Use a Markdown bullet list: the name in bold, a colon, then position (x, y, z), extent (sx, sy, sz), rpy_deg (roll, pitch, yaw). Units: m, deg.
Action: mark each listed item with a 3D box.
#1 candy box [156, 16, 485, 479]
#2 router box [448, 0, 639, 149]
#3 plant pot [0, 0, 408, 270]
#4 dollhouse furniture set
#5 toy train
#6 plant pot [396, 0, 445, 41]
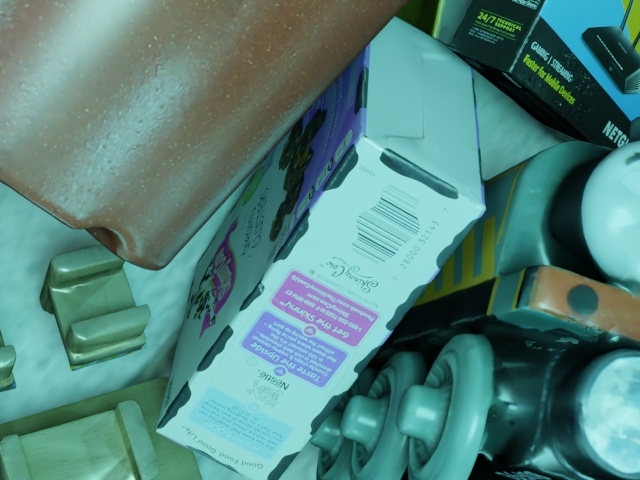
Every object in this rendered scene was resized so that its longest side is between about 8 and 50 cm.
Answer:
- **candy box**: position (0.000, 0.000, 0.766), extent (0.070, 0.165, 0.196), rpy_deg (28, 117, -13)
- **router box**: position (0.153, -0.125, 0.812), extent (0.046, 0.179, 0.133), rpy_deg (28, 91, 35)
- **plant pot**: position (-0.074, -0.148, 0.672), extent (0.272, 0.272, 0.265), rpy_deg (38, 91, -5)
- **dollhouse furniture set**: position (-0.189, 0.148, 0.809), extent (0.242, 0.161, 0.212), rpy_deg (-15, 76, -20)
- **toy train**: position (0.092, 0.052, 0.741), extent (0.142, 0.334, 0.190), rpy_deg (17, 77, -10)
- **plant pot**: position (0.026, -0.143, 0.841), extent (0.081, 0.083, 0.081), rpy_deg (11, 91, -4)
